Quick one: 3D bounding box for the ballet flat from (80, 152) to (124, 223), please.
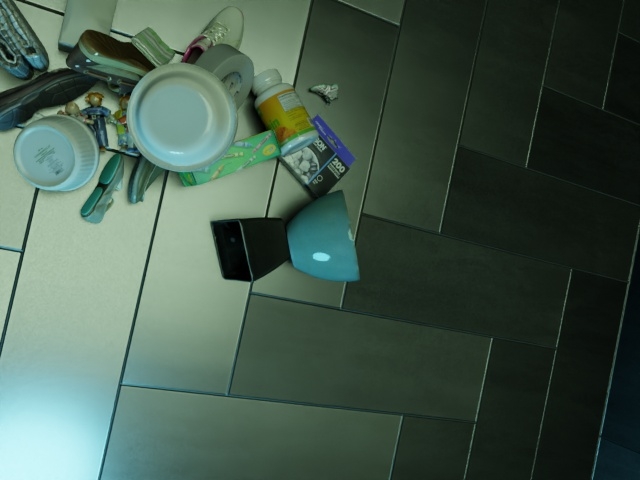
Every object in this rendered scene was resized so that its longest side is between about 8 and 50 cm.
[{"bbox_3d":[-0.606,-0.147,1.781,0.068,0.072,0.213,37,77,-49],"label":"ballet flat"}]

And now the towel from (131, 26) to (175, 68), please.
[{"bbox_3d":[-0.471,-0.551,1.775,0.023,0.152,0.113,-35,113,23],"label":"towel"}]

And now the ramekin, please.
[{"bbox_3d":[-0.705,-0.229,1.654,0.207,0.109,0.207,0,103,2],"label":"ramekin"}]

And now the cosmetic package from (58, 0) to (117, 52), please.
[{"bbox_3d":[-0.633,-0.627,1.716,0.127,0.107,0.238,15,90,-24],"label":"cosmetic package"}]

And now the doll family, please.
[{"bbox_3d":[-0.600,-0.333,1.755,0.263,0.118,0.163,-1,100,-6],"label":"doll family"}]

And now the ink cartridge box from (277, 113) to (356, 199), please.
[{"bbox_3d":[-0.003,-0.273,2.045,0.206,0.045,0.208,46,74,-18],"label":"ink cartridge box"}]

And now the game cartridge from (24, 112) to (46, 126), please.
[{"bbox_3d":[-0.765,-0.316,1.719,0.083,0.017,0.056,22,80,-23],"label":"game cartridge"}]

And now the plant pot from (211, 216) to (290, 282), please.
[{"bbox_3d":[-0.202,0.013,1.905,0.167,0.187,0.188,-16,99,-34],"label":"plant pot"}]

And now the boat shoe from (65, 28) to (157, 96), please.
[{"bbox_3d":[-0.541,-0.464,1.710,0.123,0.342,0.123,-37,75,22],"label":"boat shoe"}]

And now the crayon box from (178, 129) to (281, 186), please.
[{"bbox_3d":[-0.275,-0.243,1.859,0.278,0.165,0.081,-24,102,-21],"label":"crayon box"}]

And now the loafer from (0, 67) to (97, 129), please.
[{"bbox_3d":[-0.755,-0.406,1.672,0.302,0.109,0.095,-33,79,-19],"label":"loafer"}]

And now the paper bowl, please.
[{"bbox_3d":[-0.363,-0.321,1.642,0.284,0.148,0.284,-1,99,-3],"label":"paper bowl"}]

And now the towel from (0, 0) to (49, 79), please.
[{"bbox_3d":[-0.814,-0.550,1.568,0.121,0.235,0.283,-34,104,-9],"label":"towel"}]

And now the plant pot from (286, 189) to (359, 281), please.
[{"bbox_3d":[0.000,0.000,1.956,0.195,0.290,0.290,-10,98,0],"label":"plant pot"}]

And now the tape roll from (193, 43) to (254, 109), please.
[{"bbox_3d":[-0.292,-0.456,1.815,0.072,0.219,0.219,36,75,19],"label":"tape roll"}]

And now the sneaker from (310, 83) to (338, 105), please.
[{"bbox_3d":[0.016,-0.474,2.045,0.098,0.038,0.069,-9,95,-23],"label":"sneaker"}]

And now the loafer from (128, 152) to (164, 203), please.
[{"bbox_3d":[-0.485,-0.220,1.805,0.087,0.094,0.251,20,82,-26],"label":"loafer"}]

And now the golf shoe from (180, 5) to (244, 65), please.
[{"bbox_3d":[-0.315,-0.570,1.831,0.115,0.140,0.306,29,80,-3],"label":"golf shoe"}]

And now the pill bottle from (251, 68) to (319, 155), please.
[{"bbox_3d":[-0.119,-0.396,1.921,0.136,0.136,0.245,-28,87,-20],"label":"pill bottle"}]
